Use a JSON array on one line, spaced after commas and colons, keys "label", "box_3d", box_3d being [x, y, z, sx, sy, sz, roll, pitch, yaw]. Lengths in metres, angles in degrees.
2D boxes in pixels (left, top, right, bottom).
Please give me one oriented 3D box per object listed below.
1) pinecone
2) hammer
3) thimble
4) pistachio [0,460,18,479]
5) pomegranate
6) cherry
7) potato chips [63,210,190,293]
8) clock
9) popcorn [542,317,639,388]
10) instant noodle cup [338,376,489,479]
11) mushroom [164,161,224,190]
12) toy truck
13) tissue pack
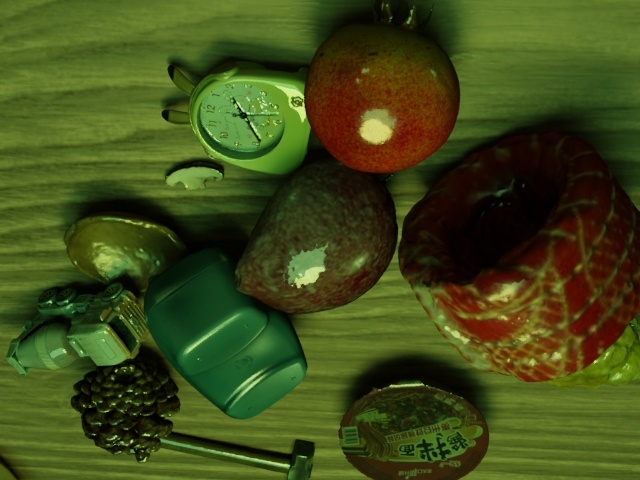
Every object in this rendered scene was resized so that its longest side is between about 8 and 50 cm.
[{"label": "pinecone", "box_3d": [-0.349, 0.302, 2.052, 0.184, 0.179, 0.204, 31, 144, 8]}, {"label": "hammer", "box_3d": [-0.195, 0.408, 2.196, 0.365, 0.043, 0.111, 12, 127, -2]}, {"label": "thimble", "box_3d": [0.303, 0.019, 1.683, 0.350, 0.350, 0.230, -25, 121, 22]}, {"label": "pistachio", "box_3d": [-0.693, 0.505, 2.245, 0.212, 0.163, 0.261, -16, 113, -9]}, {"label": "pomegranate", "box_3d": [0.087, -0.223, 1.599, 0.220, 0.221, 0.257, 11, 92, -3]}, {"label": "cherry", "box_3d": [0.000, 0.000, 1.745, 0.300, 0.203, 0.230, -36, 161, -15]}, {"label": "potato chips", "box_3d": [-0.317, 0.009, 1.892, 0.208, 0.062, 0.195, -2, 136, 6]}, {"label": "clock", "box_3d": [-0.125, -0.198, 1.719, 0.232, 0.069, 0.170, 12, 127, -2]}, {"label": "popcorn", "box_3d": [0.436, 0.171, 1.869, 0.203, 0.200, 0.226, 33, 124, -12]}, {"label": "instant noodle cup", "box_3d": [0.169, 0.332, 2.075, 0.274, 0.091, 0.274, 2, 126, 3]}, {"label": "mushroom", "box_3d": [-0.203, -0.104, 1.825, 0.101, 0.019, 0.049, -6, 125, 12]}, {"label": "toy truck", "box_3d": [-0.417, 0.162, 1.941, 0.256, 0.140, 0.108, -6, 128, 35]}, {"label": "tissue pack", "box_3d": [-0.160, 0.142, 1.870, 0.198, 0.206, 0.287, -36, 142, 2]}]
